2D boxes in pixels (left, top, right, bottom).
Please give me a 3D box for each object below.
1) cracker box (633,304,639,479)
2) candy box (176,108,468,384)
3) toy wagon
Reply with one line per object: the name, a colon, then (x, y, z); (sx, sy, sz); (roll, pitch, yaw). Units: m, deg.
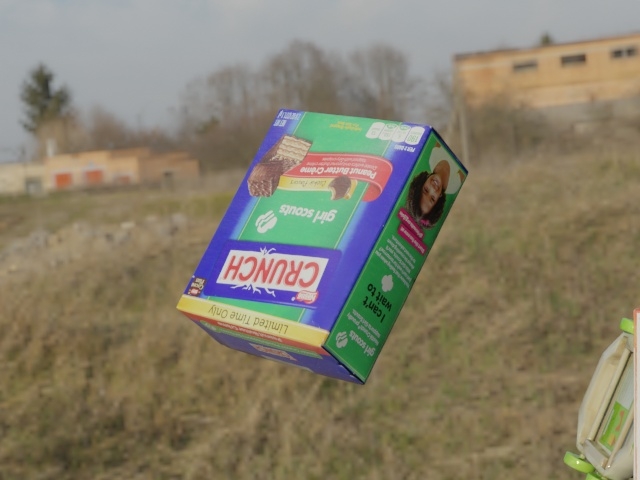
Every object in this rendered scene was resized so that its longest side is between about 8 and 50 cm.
cracker box: (0.410, 0.192, 1.645); (0.067, 0.232, 0.156); (1, 2, 17)
candy box: (0.000, 0.000, 1.770); (0.268, 0.317, 0.122); (11, -22, 42)
toy wagon: (0.499, 0.277, 2.229); (0.068, 0.267, 0.344); (20, 6, -9)
